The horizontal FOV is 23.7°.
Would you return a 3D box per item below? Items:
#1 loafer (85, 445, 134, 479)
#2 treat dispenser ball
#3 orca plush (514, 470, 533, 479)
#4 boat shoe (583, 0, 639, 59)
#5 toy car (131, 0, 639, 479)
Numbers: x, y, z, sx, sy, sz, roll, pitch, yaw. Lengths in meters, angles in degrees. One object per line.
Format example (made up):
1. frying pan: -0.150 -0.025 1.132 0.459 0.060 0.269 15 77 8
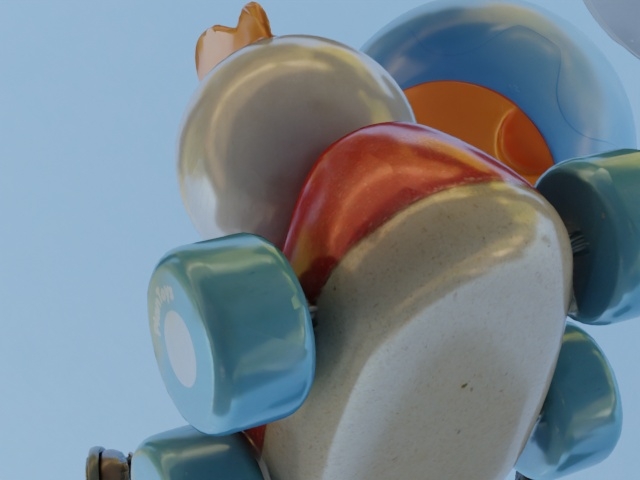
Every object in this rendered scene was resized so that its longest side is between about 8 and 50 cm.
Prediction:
1. loafer: -0.157 0.244 1.363 0.084 0.267 0.096 -4 -115 -3
2. treat dispenser ball: 0.142 -0.079 1.390 0.288 0.288 0.288 -2 -112 6
3. orca plush: 0.122 0.247 1.307 0.102 0.151 0.287 3 -152 -15
4. boat shoe: 0.287 -0.182 0.978 0.135 0.367 0.157 -25 -130 43
5. toy car: 0.000 0.000 0.688 0.219 0.210 0.238 -13 -132 -24
